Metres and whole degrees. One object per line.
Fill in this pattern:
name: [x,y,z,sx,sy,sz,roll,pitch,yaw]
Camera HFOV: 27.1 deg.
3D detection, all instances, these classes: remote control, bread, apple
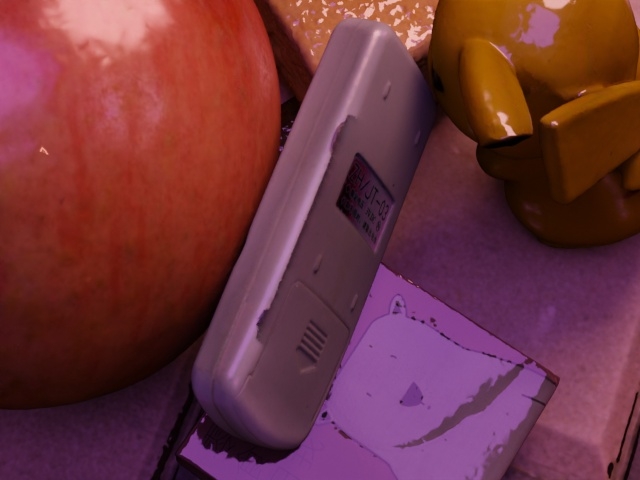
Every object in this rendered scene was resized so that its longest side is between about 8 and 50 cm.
remote control: [0.000,0.000,0.930,0.056,0.140,0.296,14,73,29]
bread: [0.017,-0.228,1.115,0.184,0.114,0.275,-28,67,-10]
apple: [-0.206,-0.052,0.943,0.364,0.364,0.364,0,72,-1]

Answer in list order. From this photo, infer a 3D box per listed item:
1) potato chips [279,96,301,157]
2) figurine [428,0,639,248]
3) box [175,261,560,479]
potato chips: [-0.032,-0.031,1.105,0.142,0.026,0.209,1,74,-4]
figurine: [0.177,-0.106,0.980,0.169,0.327,0.218,4,66,39]
box: [0.034,0.140,1.008,0.215,0.086,0.215,33,75,4]
